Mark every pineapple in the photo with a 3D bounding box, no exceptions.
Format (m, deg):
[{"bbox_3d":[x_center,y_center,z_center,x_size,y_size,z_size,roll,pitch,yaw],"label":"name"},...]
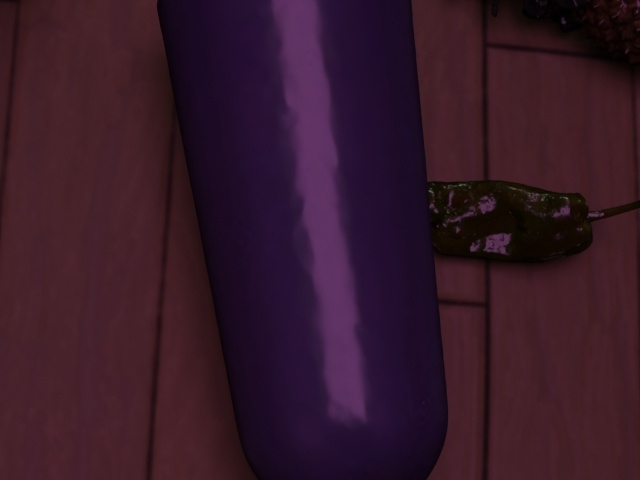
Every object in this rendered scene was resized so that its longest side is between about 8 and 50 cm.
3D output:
[{"bbox_3d":[0.230,-0.232,1.510,0.251,0.125,0.125,18,73,2],"label":"pineapple"}]

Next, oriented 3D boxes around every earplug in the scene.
[{"bbox_3d":[0.000,0.000,1.364,0.215,0.215,0.455,-7,80,-11],"label":"earplug"}]

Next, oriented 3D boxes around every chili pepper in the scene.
[{"bbox_3d":[0.187,-0.015,1.464,0.204,0.073,0.072,4,93,3],"label":"chili pepper"}]
